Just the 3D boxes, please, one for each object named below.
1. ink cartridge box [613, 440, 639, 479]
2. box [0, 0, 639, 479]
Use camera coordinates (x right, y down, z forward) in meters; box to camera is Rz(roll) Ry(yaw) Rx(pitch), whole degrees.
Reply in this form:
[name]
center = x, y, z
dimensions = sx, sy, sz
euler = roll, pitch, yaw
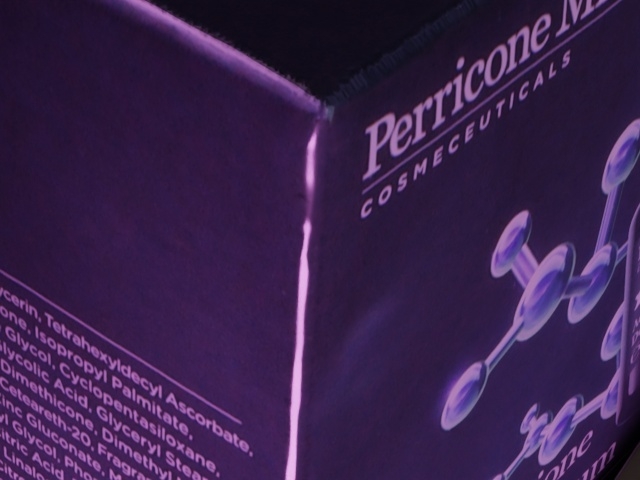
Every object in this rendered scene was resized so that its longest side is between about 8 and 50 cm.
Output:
[ink cartridge box]
center = 0.151, 0.139, 0.825
dimensions = 0.109, 0.062, 0.209
euler = -53, 153, -15
[box]
center = 0.000, 0.000, 0.729
dimensions = 0.293, 0.212, 0.395
euler = -38, 145, -38
